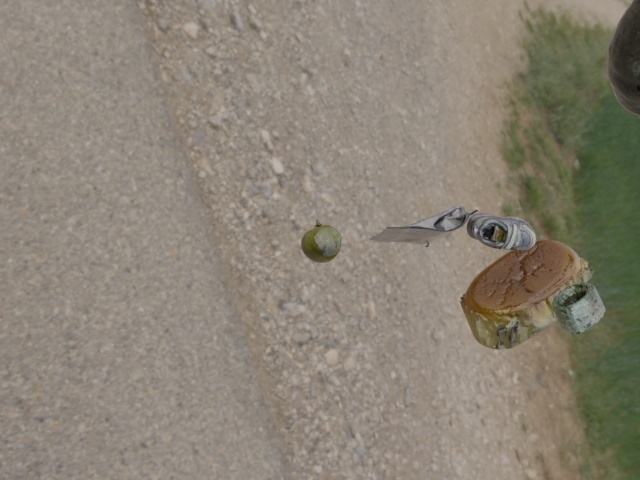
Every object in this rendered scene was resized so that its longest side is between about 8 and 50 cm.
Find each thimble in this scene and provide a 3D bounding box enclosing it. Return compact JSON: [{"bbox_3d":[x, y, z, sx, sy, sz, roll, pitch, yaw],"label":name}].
[{"bbox_3d":[0.490,0.129,1.293,0.062,0.085,0.110,61,32,-9],"label":"thimble"}]

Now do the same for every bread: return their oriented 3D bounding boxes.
[{"bbox_3d":[0.586,0.147,1.980,0.389,0.236,0.183,-32,115,-18],"label":"bread"}]

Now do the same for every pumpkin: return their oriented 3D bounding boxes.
[{"bbox_3d":[0.976,-0.506,1.764,0.454,0.454,0.344,28,20,-47],"label":"pumpkin"}]

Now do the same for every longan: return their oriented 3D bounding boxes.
[{"bbox_3d":[0.000,0.000,1.246,0.075,0.075,0.083,16,54,-52],"label":"longan"}]

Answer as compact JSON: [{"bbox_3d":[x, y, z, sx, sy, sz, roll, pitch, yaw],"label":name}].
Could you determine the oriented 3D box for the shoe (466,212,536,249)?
[{"bbox_3d":[0.471,-0.020,1.758,0.092,0.180,0.088,-42,146,-76],"label":"shoe"}]

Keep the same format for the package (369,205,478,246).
[{"bbox_3d":[0.273,-0.026,1.799,0.204,0.251,0.062,124,-45,-75],"label":"package"}]
